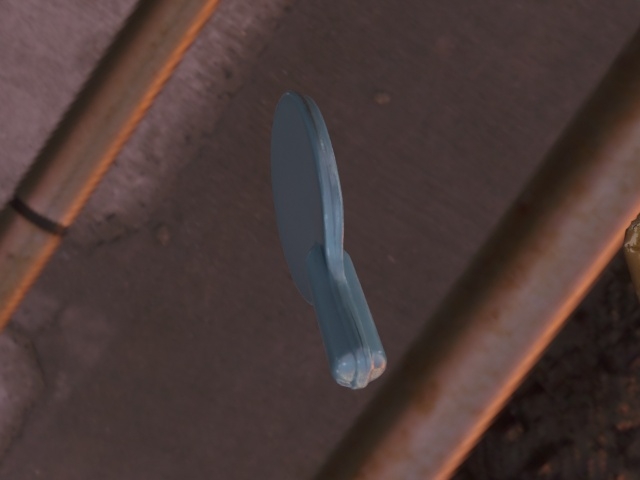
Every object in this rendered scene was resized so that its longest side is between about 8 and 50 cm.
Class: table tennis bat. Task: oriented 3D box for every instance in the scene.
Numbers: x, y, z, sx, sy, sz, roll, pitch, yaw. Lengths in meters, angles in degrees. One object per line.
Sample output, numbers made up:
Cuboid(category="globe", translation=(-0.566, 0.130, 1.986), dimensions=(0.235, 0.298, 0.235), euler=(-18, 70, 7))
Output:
Cuboid(category="table tennis bat", translation=(0.000, 0.000, 0.985), dimensions=(0.038, 0.237, 0.149), euler=(-6, 140, -15))

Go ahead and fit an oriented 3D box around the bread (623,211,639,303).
Cuboid(category="bread", translation=(0.394, 0.003, 1.232), dimensions=(0.107, 0.241, 0.136), euler=(-15, 83, -44))
